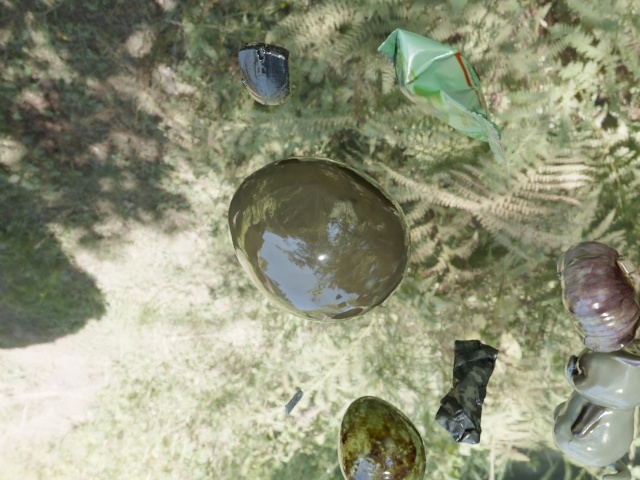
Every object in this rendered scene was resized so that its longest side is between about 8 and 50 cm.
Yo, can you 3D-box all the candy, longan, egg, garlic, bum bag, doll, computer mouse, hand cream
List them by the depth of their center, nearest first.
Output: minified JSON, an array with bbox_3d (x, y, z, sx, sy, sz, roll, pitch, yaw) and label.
[{"bbox_3d":[0.597,0.111,1.244,0.160,0.245,0.245,-20,134,23],"label":"garlic"},{"bbox_3d":[0.000,0.000,1.263,0.404,0.336,0.404,23,169,5],"label":"longan"},{"bbox_3d":[-0.128,-0.383,1.412,0.121,0.074,0.217,9,156,6],"label":"computer mouse"},{"bbox_3d":[-0.064,0.394,1.458,0.019,0.093,0.030,1,107,20],"label":"hand cream"},{"bbox_3d":[0.331,-0.360,1.493,0.172,0.398,0.263,-42,152,22],"label":"candy"},{"bbox_3d":[0.751,0.439,1.601,0.226,0.371,0.215,13,-168,31],"label":"doll"},{"bbox_3d":[0.161,0.568,1.623,0.238,0.290,0.238,-21,165,-6],"label":"egg"},{"bbox_3d":[0.450,0.456,1.828,0.144,0.341,0.095,16,151,11],"label":"bum bag"}]
